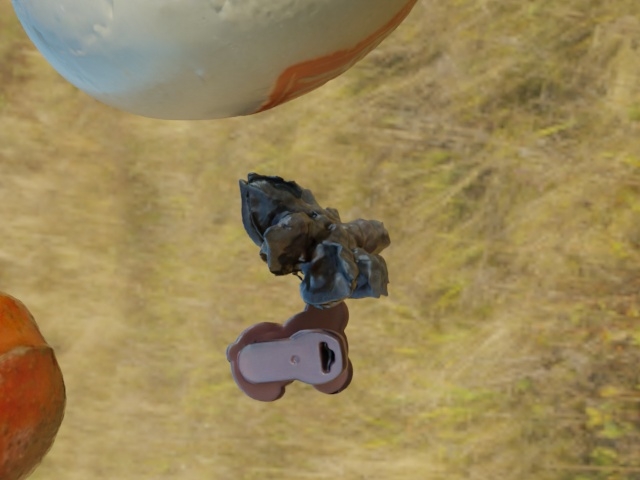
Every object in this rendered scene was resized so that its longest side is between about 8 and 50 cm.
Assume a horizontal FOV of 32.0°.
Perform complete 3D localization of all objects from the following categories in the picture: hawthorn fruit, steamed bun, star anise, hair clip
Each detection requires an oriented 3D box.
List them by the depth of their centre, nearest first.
[{"bbox_3d":[-0.198,0.089,0.611,0.128,0.128,0.128,-175,90,-77],"label":"hawthorn fruit"},{"bbox_3d":[-0.049,-0.239,0.850,0.374,0.241,0.374,-28,32,20],"label":"steamed bun"},{"bbox_3d":[0.000,0.000,1.251,0.093,0.236,0.229,-55,51,19],"label":"star anise"},{"bbox_3d":[-0.031,0.132,1.310,0.102,0.138,0.123,-24,-77,-79],"label":"hair clip"}]
